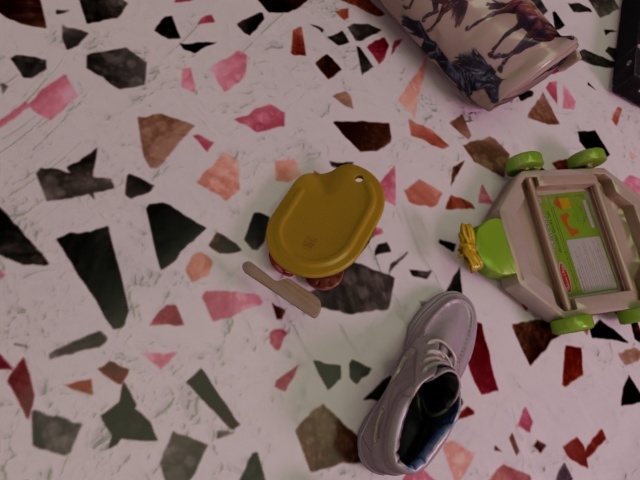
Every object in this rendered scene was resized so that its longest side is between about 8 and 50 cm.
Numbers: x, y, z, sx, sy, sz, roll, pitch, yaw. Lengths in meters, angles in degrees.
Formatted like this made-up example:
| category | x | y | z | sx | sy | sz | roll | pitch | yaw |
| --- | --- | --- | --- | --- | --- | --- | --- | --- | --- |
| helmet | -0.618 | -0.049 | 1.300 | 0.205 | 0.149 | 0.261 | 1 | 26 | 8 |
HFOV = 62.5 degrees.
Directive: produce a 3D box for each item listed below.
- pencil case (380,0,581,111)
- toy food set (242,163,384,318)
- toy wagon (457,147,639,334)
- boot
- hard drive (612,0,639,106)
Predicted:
| category | x | y | z | sx | sy | sz | roll | pitch | yaw |
| --- | --- | --- | --- | --- | --- | --- | --- | --- | --- |
| pencil case | 0.208 | -0.384 | 0.814 | 0.183 | 0.160 | 0.410 | -39 | 85 | -9 |
| toy food set | 0.000 | 0.000 | 0.683 | 0.128 | 0.071 | 0.218 | 23 | 63 | 19 |
| toy wagon | 0.343 | 0.000 | 0.771 | 0.343 | 0.068 | 0.268 | -5 | 73 | -16 |
| boot | 0.141 | 0.161 | 0.628 | 0.095 | 0.123 | 0.258 | 34 | 66 | -2 |
| hard drive | 0.678 | -0.373 | 0.992 | 0.236 | 0.064 | 0.339 | 22 | 68 | -8 |
